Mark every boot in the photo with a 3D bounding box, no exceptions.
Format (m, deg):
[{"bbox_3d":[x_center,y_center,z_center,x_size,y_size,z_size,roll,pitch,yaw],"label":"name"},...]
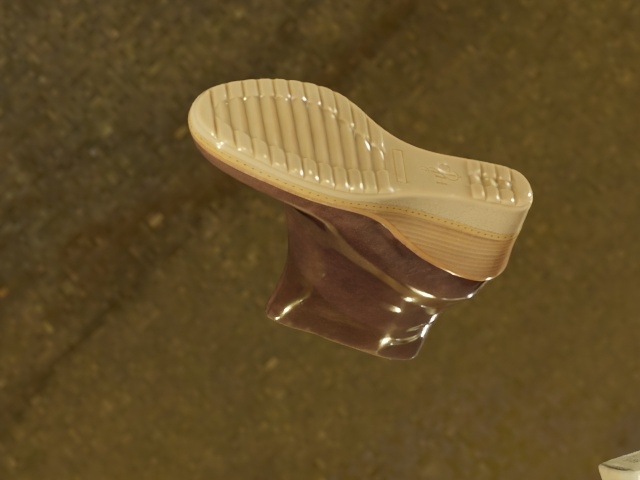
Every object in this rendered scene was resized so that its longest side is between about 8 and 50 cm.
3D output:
[{"bbox_3d":[0.000,0.000,1.264,0.248,0.090,0.207,16,140,-17],"label":"boot"}]

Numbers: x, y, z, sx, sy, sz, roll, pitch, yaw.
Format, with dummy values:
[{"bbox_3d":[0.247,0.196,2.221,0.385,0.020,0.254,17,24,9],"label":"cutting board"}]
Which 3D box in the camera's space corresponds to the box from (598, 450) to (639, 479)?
[{"bbox_3d":[0.319,0.285,1.309,0.148,0.311,0.121,-16,177,-6],"label":"box"}]
